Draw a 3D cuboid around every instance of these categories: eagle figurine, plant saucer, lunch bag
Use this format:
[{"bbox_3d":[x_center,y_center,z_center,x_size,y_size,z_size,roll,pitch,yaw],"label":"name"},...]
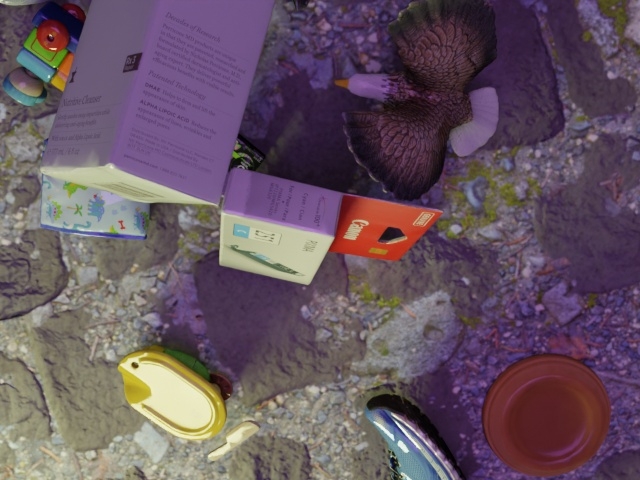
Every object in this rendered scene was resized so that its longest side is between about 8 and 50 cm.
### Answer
[{"bbox_3d":[0.126,-0.186,1.185,0.225,0.298,0.226,-23,101,2],"label":"eagle figurine"},{"bbox_3d":[0.350,0.274,1.421,0.200,0.037,0.200,0,101,-2],"label":"plant saucer"},{"bbox_3d":[-0.314,-0.074,1.299,0.151,0.096,0.128,3,102,-12],"label":"lunch bag"}]

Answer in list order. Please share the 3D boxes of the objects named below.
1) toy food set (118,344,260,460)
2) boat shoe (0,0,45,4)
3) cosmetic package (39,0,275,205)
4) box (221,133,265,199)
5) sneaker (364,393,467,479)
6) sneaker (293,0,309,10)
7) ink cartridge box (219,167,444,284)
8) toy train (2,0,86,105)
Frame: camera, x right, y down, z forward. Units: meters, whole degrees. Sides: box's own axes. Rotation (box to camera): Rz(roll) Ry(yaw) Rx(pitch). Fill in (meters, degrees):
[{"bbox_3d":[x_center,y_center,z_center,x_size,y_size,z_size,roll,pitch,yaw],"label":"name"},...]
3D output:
[{"bbox_3d":[-0.197,0.226,1.385,0.218,0.071,0.128,38,122,-7],"label":"toy food set"},{"bbox_3d":[-0.344,-0.391,1.246,0.226,0.076,0.083,-25,138,-4],"label":"boat shoe"},{"bbox_3d":[-0.186,-0.245,1.136,0.156,0.217,0.385,19,80,-37],"label":"cosmetic package"},{"bbox_3d":[-0.127,-0.105,1.320,0.062,0.052,0.083,39,99,-7],"label":"box"},{"bbox_3d":[0.149,0.382,1.391,0.147,0.130,0.330,-30,101,2],"label":"sneaker"},{"bbox_3d":[-0.053,-0.404,1.260,0.089,0.051,0.170,-41,103,2],"label":"sneaker"},{"bbox_3d":[0.000,0.000,1.223,0.261,0.296,0.066,12,76,-3],"label":"ink cartridge box"},{"bbox_3d":[-0.306,-0.201,1.281,0.248,0.105,0.143,36,115,-15],"label":"toy train"}]
